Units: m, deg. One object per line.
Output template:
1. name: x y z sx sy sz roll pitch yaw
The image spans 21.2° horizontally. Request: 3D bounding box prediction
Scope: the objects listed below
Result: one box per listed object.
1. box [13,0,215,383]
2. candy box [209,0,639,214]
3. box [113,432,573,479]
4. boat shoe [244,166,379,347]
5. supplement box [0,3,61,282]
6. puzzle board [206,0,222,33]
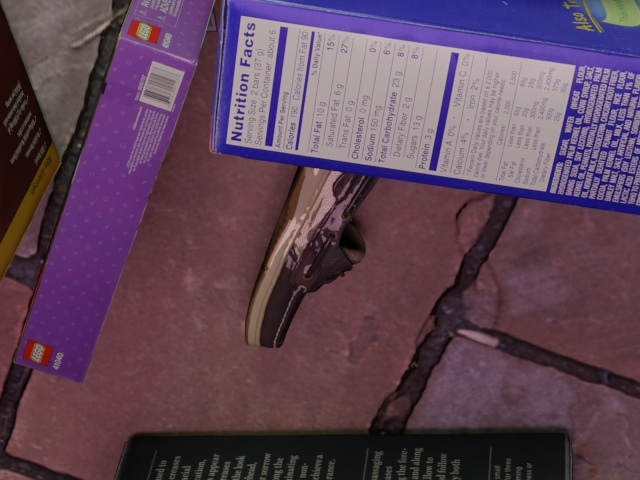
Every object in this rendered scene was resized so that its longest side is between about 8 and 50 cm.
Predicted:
1. box: -0.142 -0.069 1.232 0.057 0.201 0.293 19 125 -7
2. candy box: 0.097 -0.139 1.122 0.317 0.268 0.122 9 120 -1
3. box: 0.024 0.341 1.471 0.395 0.212 0.294 -2 122 9
4. boat shoe: 0.000 -0.001 1.338 0.073 0.080 0.224 20 118 0
5. supplement box: -0.301 -0.084 1.258 0.129 0.191 0.194 -10 119 13
6. puzzle board: -0.072 -0.199 1.265 0.128 0.011 0.096 -3 122 10
